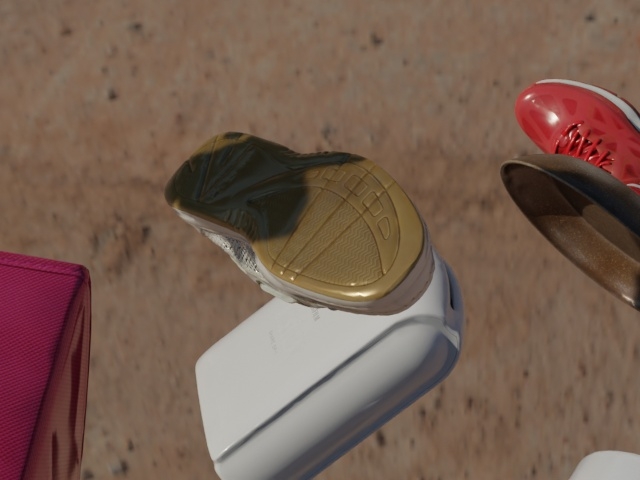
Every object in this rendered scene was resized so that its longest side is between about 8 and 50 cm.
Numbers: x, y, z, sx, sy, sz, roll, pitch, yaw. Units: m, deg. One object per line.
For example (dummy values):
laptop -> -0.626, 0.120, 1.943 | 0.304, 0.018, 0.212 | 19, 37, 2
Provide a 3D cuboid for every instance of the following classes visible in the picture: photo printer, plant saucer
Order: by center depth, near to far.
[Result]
plant saucer -> 0.226, -0.007, 1.421 | 0.198, 0.198, 0.036 | 38, 80, 24
photo printer -> 0.015, 0.120, 1.954 | 0.307, 0.107, 0.256 | -37, 23, 9

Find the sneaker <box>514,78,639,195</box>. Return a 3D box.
sneaker -> 0.254, -0.075, 1.685 | 0.221, 0.087, 0.128 | 32, 27, 24

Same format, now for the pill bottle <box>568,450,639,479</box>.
pill bottle -> 0.077, 0.170, 0.619 | 0.108, 0.108, 0.193 | 27, 64, 20

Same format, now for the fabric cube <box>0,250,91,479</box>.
fabric cube -> -0.239, 0.165, 0.708 | 0.259, 0.254, 0.258 | 9, 38, -1

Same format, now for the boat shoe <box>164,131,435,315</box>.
boat shoe -> 0.000, 0.000, 1.224 | 0.098, 0.096, 0.277 | -46, 33, -11
